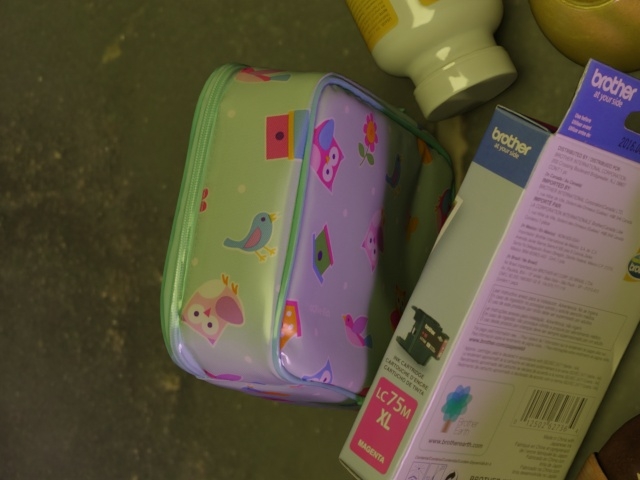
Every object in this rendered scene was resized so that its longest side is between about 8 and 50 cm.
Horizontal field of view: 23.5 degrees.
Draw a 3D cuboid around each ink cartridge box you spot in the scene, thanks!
[{"bbox_3d":[0.148,0.032,1.040,0.065,0.185,0.311,36,106,43],"label":"ink cartridge box"}]

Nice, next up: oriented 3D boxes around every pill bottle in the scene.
[{"bbox_3d":[0.070,-0.184,1.118,0.103,0.103,0.184,-29,79,21],"label":"pill bottle"}]

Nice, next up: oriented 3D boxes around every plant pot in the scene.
[{"bbox_3d":[0.198,-0.188,1.066,0.134,0.095,0.134,0,90,23],"label":"plant pot"}]

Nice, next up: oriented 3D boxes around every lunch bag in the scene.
[{"bbox_3d":[0.000,0.000,1.059,0.107,0.279,0.224,3,81,23],"label":"lunch bag"}]

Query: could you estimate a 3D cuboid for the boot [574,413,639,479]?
[{"bbox_3d":[0.297,0.207,1.031,0.248,0.090,0.207,43,99,7],"label":"boot"}]
